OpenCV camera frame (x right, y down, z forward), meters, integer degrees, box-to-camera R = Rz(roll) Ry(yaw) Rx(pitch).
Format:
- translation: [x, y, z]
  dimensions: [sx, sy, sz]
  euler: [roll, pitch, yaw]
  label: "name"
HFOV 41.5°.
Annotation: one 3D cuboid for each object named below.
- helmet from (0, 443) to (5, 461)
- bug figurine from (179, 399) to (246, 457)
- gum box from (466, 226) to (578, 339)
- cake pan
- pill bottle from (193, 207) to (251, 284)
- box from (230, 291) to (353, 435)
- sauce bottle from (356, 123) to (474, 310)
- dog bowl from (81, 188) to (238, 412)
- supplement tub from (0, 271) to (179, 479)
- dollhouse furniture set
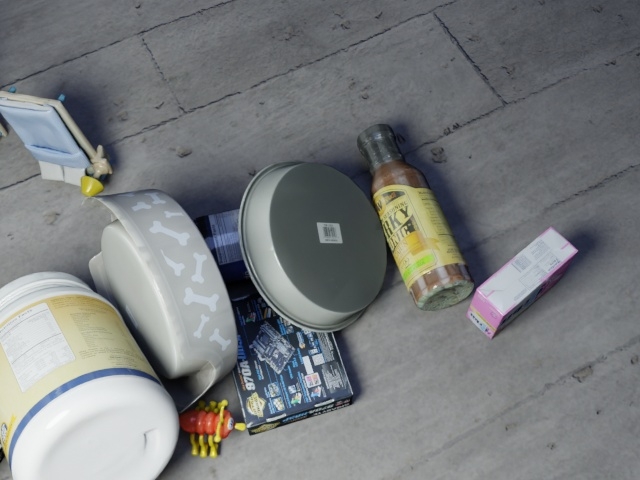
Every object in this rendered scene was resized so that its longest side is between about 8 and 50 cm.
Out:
- translation: [-0.553, 0.290, 1.263]
  dimensions: [0.161, 0.169, 0.169]
  euler: [35, 67, -2]
  label: "helmet"
- translation: [-0.227, 0.363, 1.255]
  dimensions: [0.216, 0.072, 0.279]
  euler: [-1, 62, 8]
  label: "bug figurine"
- translation: [0.336, 0.068, 1.401]
  dimensions: [0.188, 0.107, 0.062]
  euler: [-37, 68, -17]
  label: "gum box"
- translation: [0.000, 0.000, 1.368]
  dimensions: [0.293, 0.054, 0.293]
  euler: [18, 62, -37]
  label: "cake pan"
- translation: [-0.148, 0.010, 1.423]
  dimensions: [0.219, 0.123, 0.123]
  euler: [-13, 63, -6]
  label: "pill bottle"
- translation: [-0.062, 0.184, 1.372]
  dimensions: [0.175, 0.051, 0.220]
  euler: [-16, 64, -8]
  label: "box"
- translation: [0.152, -0.047, 1.463]
  dimensions: [0.111, 0.111, 0.345]
  euler: [-17, 62, -9]
  label: "sauce bottle"
- translation: [-0.242, 0.081, 1.275]
  dimensions: [0.102, 0.349, 0.349]
  euler: [-23, 64, -27]
  label: "dog bowl"
- translation: [-0.362, 0.208, 1.218]
  dimensions: [0.228, 0.228, 0.316]
  euler: [-31, 44, -15]
  label: "supplement tub"
- translation: [-0.547, -0.161, 1.420]
  dimensions: [0.303, 0.286, 0.198]
  euler: [12, 63, 19]
  label: "dollhouse furniture set"
